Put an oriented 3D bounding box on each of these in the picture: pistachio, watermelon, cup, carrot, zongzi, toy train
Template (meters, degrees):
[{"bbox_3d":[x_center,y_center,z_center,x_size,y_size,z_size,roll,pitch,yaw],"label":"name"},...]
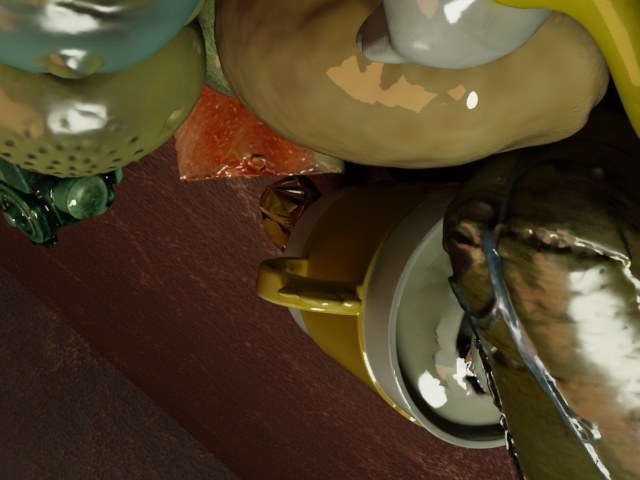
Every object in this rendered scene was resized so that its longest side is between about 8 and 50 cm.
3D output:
[{"bbox_3d":[0.040,-0.118,0.651,0.181,0.162,0.293,33,169,-28],"label":"pistachio"},{"bbox_3d":[-0.044,-0.103,0.972,0.145,0.137,0.193,-4,145,14],"label":"watermelon"},{"bbox_3d":[0.057,0.036,0.894,0.241,0.185,0.226,7,-174,-28],"label":"cup"},{"bbox_3d":[0.001,0.000,1.085,0.069,0.069,0.229,33,175,23],"label":"carrot"},{"bbox_3d":[0.268,0.090,0.668,0.393,0.174,0.356,9,135,42],"label":"zongzi"},{"bbox_3d":[-0.376,-0.134,1.461,0.299,0.167,0.238,23,145,40],"label":"toy train"}]

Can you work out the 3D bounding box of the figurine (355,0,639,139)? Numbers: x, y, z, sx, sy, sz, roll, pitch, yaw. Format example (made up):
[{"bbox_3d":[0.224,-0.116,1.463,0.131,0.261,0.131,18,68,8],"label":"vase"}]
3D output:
[{"bbox_3d":[-0.002,-0.193,0.441,0.338,0.204,0.283,11,125,23],"label":"figurine"}]

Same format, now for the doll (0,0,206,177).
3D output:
[{"bbox_3d":[-0.153,-0.139,0.727,0.261,0.177,0.161,122,143,-68],"label":"doll"}]

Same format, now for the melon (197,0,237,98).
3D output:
[{"bbox_3d":[-0.066,-0.163,0.857,0.098,0.098,0.131,12,144,56],"label":"melon"}]
